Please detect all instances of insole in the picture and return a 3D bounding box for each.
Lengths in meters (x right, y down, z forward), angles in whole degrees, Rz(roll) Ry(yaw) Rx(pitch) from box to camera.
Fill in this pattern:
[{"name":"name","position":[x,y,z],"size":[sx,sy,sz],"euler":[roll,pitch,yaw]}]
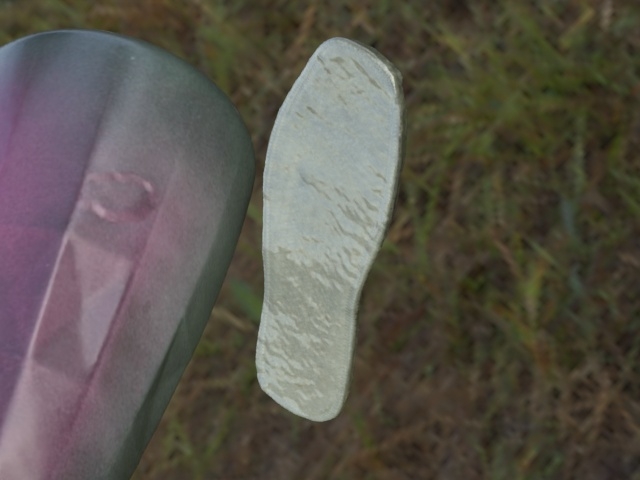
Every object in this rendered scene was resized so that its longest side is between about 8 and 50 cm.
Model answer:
[{"name":"insole","position":[0.000,0.000,0.733],"size":[0.063,0.192,0.010],"euler":[33,46,25]}]

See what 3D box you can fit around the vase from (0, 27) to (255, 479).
[{"name":"vase","position":[-0.077,0.049,0.462],"size":[0.086,0.086,0.214],"euler":[-24,38,36]}]
